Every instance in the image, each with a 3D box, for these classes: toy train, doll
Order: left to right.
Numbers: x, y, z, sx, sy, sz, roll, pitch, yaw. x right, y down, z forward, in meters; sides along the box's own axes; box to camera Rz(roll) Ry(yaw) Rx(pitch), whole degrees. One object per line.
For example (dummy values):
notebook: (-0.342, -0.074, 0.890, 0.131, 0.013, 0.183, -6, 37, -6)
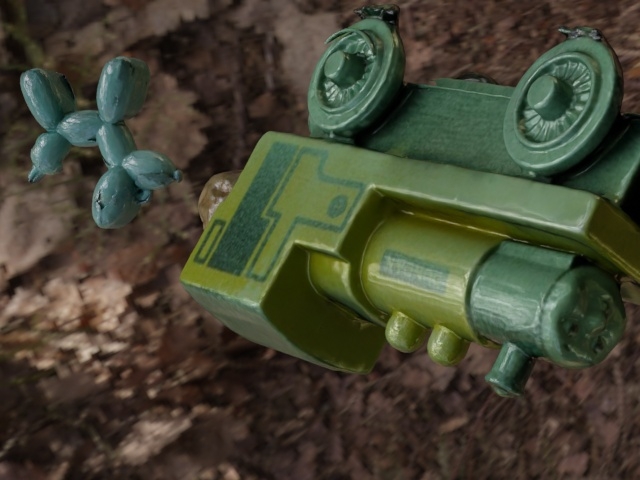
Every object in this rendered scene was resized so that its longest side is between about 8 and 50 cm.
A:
doll: (-0.201, -0.090, 1.482, 0.159, 0.059, 0.158, 1, 92, 18)
toy train: (0.088, -0.013, 0.998, 0.369, 0.150, 0.237, 15, 75, 54)

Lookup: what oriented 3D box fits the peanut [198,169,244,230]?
peanut: (-0.001, 0.001, 1.261, 0.228, 0.085, 0.104, 11, 127, 29)
